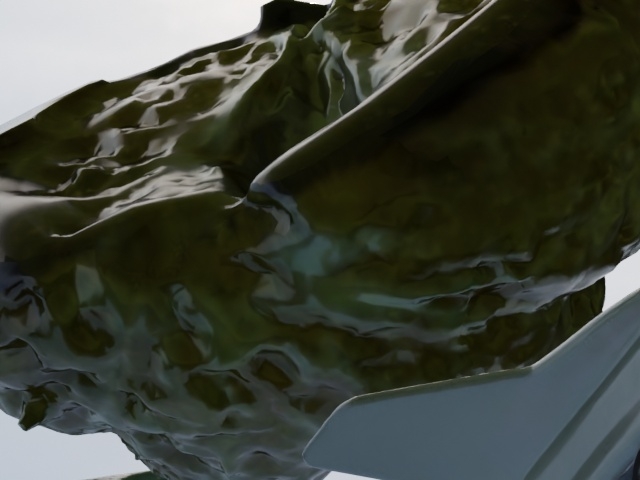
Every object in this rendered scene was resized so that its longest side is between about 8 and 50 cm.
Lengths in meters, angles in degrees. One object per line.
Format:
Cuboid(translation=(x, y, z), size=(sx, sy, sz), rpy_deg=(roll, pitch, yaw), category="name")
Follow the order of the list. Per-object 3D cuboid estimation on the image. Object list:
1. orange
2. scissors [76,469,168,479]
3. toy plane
Cuboid(translation=(0.000, 0.000, 0.774), size=(0.271, 0.369, 0.210), rpy_deg=(-59, -51, -65), category="orange")
Cuboid(translation=(-0.202, 0.161, 1.029), size=(0.360, 0.029, 0.191), rpy_deg=(3, -166, 30), category="scissors")
Cuboid(translation=(0.097, 0.008, 0.345), size=(0.082, 0.234, 0.160), rpy_deg=(43, -149, -8), category="toy plane")
